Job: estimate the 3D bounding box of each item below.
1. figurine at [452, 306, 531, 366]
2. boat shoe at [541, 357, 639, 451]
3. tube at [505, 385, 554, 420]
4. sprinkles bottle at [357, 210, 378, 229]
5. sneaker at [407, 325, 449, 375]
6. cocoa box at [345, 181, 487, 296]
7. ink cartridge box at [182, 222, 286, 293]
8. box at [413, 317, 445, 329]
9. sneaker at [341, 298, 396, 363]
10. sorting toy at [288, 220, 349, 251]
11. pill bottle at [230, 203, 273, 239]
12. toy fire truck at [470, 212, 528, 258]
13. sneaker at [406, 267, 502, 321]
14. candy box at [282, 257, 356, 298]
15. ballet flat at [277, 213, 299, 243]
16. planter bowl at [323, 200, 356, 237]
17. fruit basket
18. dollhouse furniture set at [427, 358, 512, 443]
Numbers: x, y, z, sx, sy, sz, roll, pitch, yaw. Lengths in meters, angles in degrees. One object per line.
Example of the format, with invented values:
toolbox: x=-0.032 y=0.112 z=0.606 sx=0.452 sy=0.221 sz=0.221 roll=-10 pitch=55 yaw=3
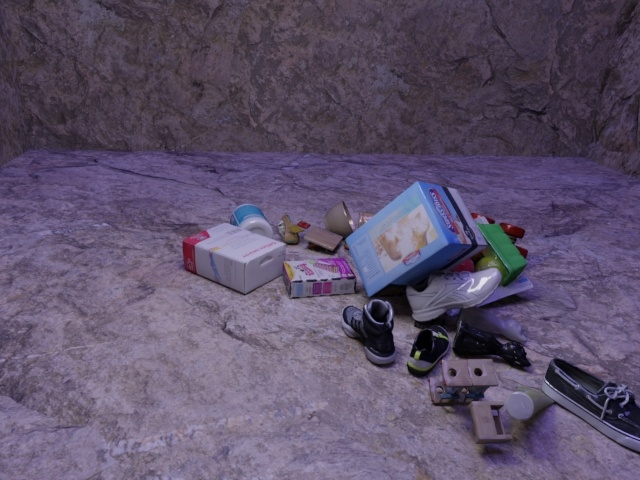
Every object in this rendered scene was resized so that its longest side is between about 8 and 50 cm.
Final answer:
figurine: x=0.508 y=0.279 z=1.471 sx=0.209 sy=0.092 sz=0.215 roll=17 pitch=25 yaw=12
boat shoe: x=0.693 y=0.386 z=1.197 sx=0.113 sy=0.105 sz=0.306 roll=-11 pitch=28 yaw=-34
tube: x=0.497 y=0.381 z=1.189 sx=0.240 sy=0.062 sz=0.070 roll=14 pitch=46 yaw=-58
sprinkles bottle: x=0.340 y=-0.054 z=2.152 sx=0.355 sy=0.121 sz=0.121 roll=5 pitch=24 yaw=5
sneaker: x=0.312 y=0.286 z=1.397 sx=0.084 sy=0.097 sz=0.235 roll=14 pitch=26 yaw=23
cocoa box: x=0.296 y=0.008 z=1.600 sx=0.228 sy=0.347 sz=0.231 roll=4 pitch=56 yaw=-43
ink cartridge box: x=-0.313 y=0.057 z=1.810 sx=0.306 sy=0.131 sz=0.226 roll=20 pitch=28 yaw=30
box: x=0.343 y=0.259 z=1.561 sx=0.083 sy=0.018 sz=0.067 roll=13 pitch=26 yaw=22
sneaker: x=0.142 y=0.225 z=1.446 sx=0.101 sy=0.153 sz=0.268 roll=-6 pitch=25 yaw=-21
sorting toy: x=0.000 y=0.000 z=2.057 sx=0.274 sy=0.046 sz=0.132 roll=22 pitch=27 yaw=11
pill bottle: x=-0.293 y=-0.063 z=2.067 sx=0.146 sy=0.146 sz=0.264 roll=-5 pitch=25 yaw=-18
toy fire truck: x=0.664 y=-0.001 z=2.013 sx=0.302 sy=0.169 sz=0.254 roll=18 pitch=4 yaw=-2
sneaker: x=0.395 y=0.144 z=1.502 sx=0.297 sy=0.129 sz=0.111 roll=-25 pitch=11 yaw=18
candy box: x=-0.007 y=0.128 z=1.755 sx=0.233 sy=0.071 sz=0.159 roll=-4 pitch=25 yaw=-14
ballet flat: x=-0.150 y=-0.053 z=2.152 sx=0.073 sy=0.080 sz=0.232 roll=-15 pitch=26 yaw=-9
planter bowl: x=0.078 y=-0.078 z=2.164 sx=0.109 sy=0.162 sz=0.162 roll=-22 pitch=21 yaw=11
fruit basket: x=0.518 y=0.087 z=1.758 sx=0.353 sy=0.165 sz=0.327 roll=-19 pitch=58 yaw=-13
dollhouse furniture set: x=0.343 y=0.391 z=1.174 sx=0.129 sy=0.129 sz=0.183 roll=1 pitch=53 yaw=-4
